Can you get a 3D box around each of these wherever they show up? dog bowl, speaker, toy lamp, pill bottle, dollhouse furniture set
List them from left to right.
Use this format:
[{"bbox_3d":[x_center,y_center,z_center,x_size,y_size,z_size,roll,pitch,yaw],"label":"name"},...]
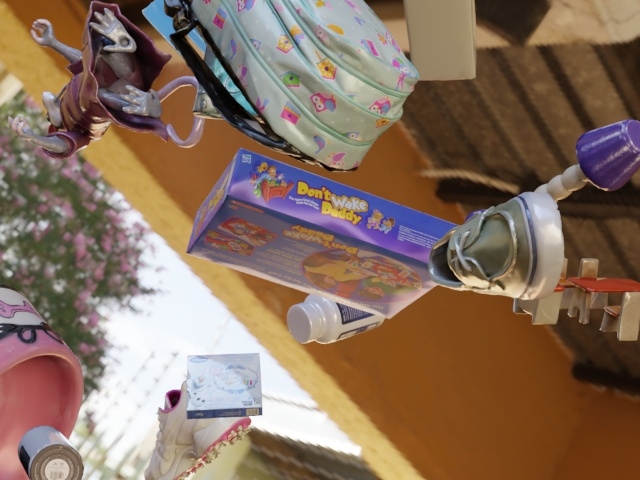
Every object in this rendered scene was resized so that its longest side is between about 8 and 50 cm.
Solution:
[{"bbox_3d":[-0.528,0.278,1.657,0.150,0.408,0.408,27,-24,22],"label":"dog bowl"},{"bbox_3d":[-0.283,0.229,1.139,0.055,0.055,0.136,41,-14,-15],"label":"speaker"},{"bbox_3d":[0.027,0.129,1.930,0.094,0.169,0.094,18,-66,47],"label":"pill bottle"},{"bbox_3d":[0.287,-0.060,1.326,0.080,0.080,0.275,39,-42,-10],"label":"toy lamp"},{"bbox_3d":[0.507,0.086,2.077,0.259,0.135,0.262,1,13,-21],"label":"dollhouse furniture set"}]

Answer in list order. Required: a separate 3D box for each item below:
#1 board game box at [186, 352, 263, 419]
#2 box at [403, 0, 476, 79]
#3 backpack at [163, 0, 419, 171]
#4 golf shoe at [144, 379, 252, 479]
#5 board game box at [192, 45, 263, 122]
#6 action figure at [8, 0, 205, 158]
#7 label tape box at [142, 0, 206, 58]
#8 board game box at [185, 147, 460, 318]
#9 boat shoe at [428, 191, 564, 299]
[{"bbox_3d":[-0.116,0.174,1.310,0.090,0.090,0.020,-1,-49,-5],"label":"board game box"},{"bbox_3d":[0.196,-0.391,1.779,0.113,0.094,0.275,1,-37,10],"label":"box"},{"bbox_3d":[-0.014,-0.139,0.805,0.152,0.115,0.182,6,42,-42],"label":"backpack"},{"bbox_3d":[-0.234,0.331,1.878,0.140,0.115,0.306,54,-48,9],"label":"golf shoe"},{"bbox_3d":[-0.110,-0.263,1.598,0.126,0.186,0.026,5,-19,11],"label":"board game box"},{"bbox_3d":[-0.371,-0.254,1.854,0.276,0.248,0.370,17,-21,-23],"label":"action figure"},{"bbox_3d":[-0.137,-0.449,2.064,0.249,0.347,0.115,47,-41,-11],"label":"label tape box"},{"bbox_3d":[0.000,0.000,1.613,0.347,0.078,0.233,19,-27,-15],"label":"board game box"},{"bbox_3d":[0.187,0.020,1.190,0.094,0.109,0.302,-5,-11,-6],"label":"boat shoe"}]
